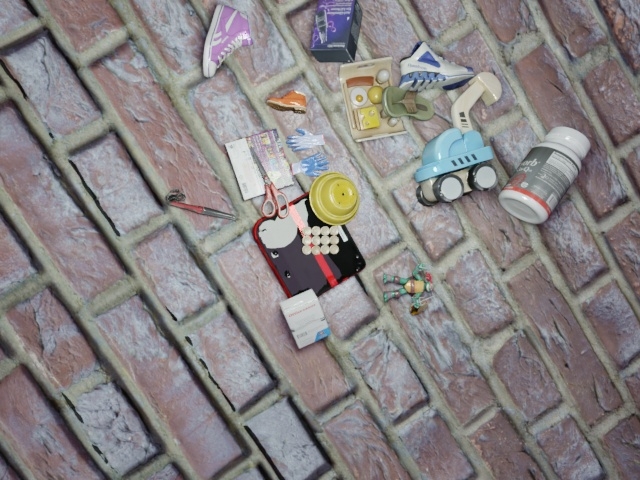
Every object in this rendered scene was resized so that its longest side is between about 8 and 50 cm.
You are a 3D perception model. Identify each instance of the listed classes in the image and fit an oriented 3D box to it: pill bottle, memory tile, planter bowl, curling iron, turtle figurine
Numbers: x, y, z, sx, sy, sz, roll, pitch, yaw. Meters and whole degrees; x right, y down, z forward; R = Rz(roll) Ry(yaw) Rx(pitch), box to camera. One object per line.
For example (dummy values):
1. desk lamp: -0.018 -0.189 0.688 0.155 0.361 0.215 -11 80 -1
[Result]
1. pill bottle: 0.913 -0.266 1.741 0.210 0.210 0.363 37 85 -7
2. memory tile: 0.000 0.000 1.673 0.148 0.012 0.113 -1 89 -14
3. planter bowl: 0.073 -0.172 1.661 0.217 0.090 0.217 2 83 -20
4. curling iron: -0.457 -0.131 1.641 0.274 0.035 0.068 20 89 -8
5. turtle figurine: 0.373 0.187 1.723 0.234 0.118 0.175 -3 77 7

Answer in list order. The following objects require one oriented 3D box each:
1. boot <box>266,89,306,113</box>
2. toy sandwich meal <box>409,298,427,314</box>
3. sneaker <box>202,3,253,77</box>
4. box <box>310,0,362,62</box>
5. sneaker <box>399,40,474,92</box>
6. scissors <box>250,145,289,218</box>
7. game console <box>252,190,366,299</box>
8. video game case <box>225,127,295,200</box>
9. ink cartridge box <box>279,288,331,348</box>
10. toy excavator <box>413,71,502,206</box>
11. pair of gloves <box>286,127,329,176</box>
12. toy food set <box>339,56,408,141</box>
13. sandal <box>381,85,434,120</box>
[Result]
1. boot: -0.131 -0.549 1.671 0.158 0.059 0.084 4 88 -16
2. toy sandwich meal: 0.401 0.275 1.754 0.086 0.029 0.085 -21 132 -25
3. sneaker: -0.345 -0.738 1.614 0.161 0.102 0.282 16 89 -11
4. box: 0.063 -0.801 1.636 0.153 0.108 0.207 8 89 21
5. sneaker: 0.450 -0.702 1.705 0.316 0.127 0.182 -9 85 -14
6. scissors: -0.193 -0.226 1.641 0.109 0.021 0.297 -11 87 -9
7. game console: -0.045 0.026 1.699 0.342 0.060 0.386 -31 96 -12
8. video game case: -0.234 -0.295 1.665 0.210 0.042 0.232 -20 94 -7
9. ink cartridge box: -0.057 0.302 1.647 0.140 0.082 0.190 -23 119 -7
10. toy excavator: 0.550 -0.398 1.681 0.433 0.222 0.445 -18 94 -8
11. pair of gloves: -0.051 -0.350 1.700 0.159 0.023 0.198 -9 93 -8
12. toy food set: 0.212 -0.556 1.696 0.220 0.092 0.306 -13 92 -8
13. sandal: 0.350 -0.539 1.661 0.303 0.086 0.120 -6 91 -36
